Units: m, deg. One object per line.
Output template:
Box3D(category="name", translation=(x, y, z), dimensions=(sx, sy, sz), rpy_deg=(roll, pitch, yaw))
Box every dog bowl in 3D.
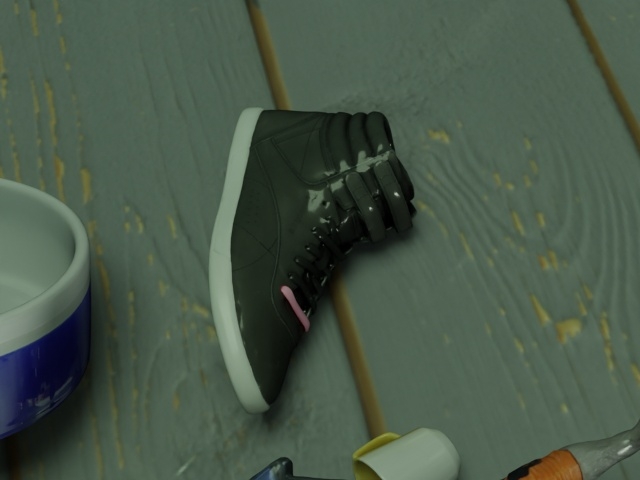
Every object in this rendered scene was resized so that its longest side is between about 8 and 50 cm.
Box3D(category="dog bowl", translation=(-0.309, 0.049, 1.077), dimensions=(0.265, 0.104, 0.265), rpy_deg=(2, 28, -1))

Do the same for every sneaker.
Box3D(category="sneaker", translation=(0.000, -0.001, 1.111), dimensions=(0.147, 0.104, 0.295), rpy_deg=(-7, 50, 14))

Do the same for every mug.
Box3D(category="mug", translation=(0.062, 0.162, 1.015), dimensions=(0.064, 0.062, 0.078), rpy_deg=(-31, 61, -20))

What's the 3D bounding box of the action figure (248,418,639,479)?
Box3D(category="action figure", translation=(0.095, 0.287, 0.896), dimensions=(0.330, 0.178, 0.341), rpy_deg=(-16, 81, 9))
